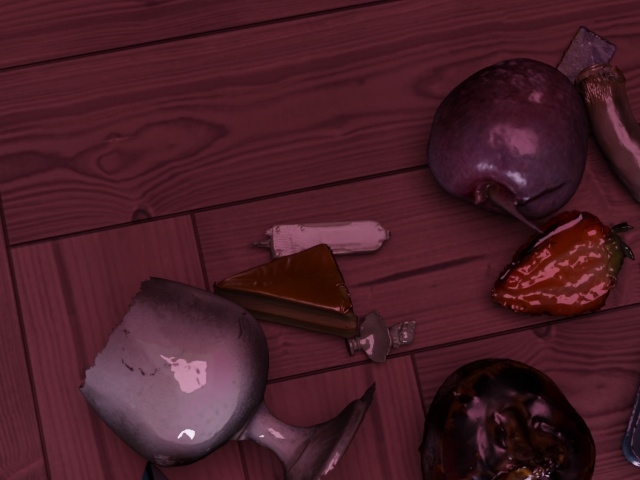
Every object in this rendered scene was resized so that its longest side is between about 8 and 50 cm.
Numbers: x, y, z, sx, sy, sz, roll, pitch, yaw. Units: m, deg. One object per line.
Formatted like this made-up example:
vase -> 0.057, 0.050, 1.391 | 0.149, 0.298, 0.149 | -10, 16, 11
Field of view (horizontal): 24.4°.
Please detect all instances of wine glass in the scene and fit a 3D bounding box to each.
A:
wine glass -> -0.124, 0.193, 1.844 | 0.323, 0.238, 0.238 | 33, 76, -5

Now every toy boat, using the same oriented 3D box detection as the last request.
toy boat -> 0.368, -0.244, 2.092 | 0.063, 0.016, 0.115 | 32, 77, 2

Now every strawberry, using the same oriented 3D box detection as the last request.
strawberry -> 0.327, 0.033, 1.985 | 0.140, 0.085, 0.192 | 37, 97, -10

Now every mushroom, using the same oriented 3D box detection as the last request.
mushroom -> 0.424, -0.143, 2.033 | 0.092, 0.081, 0.223 | -36, 86, 0

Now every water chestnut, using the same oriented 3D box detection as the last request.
water chestnut -> 0.238, 0.261, 1.853 | 0.224, 0.238, 0.223 | 3, 79, -14

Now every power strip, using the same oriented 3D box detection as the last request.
power strip -> 0.000, 0.000, 1.997 | 0.191, 0.030, 0.047 | -4, 78, -5

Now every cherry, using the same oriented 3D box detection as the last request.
cherry -> 0.253, -0.131, 1.971 | 0.213, 0.183, 0.266 | 25, 57, 0

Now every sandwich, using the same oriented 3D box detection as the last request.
sandwich -> -0.046, 0.089, 1.933 | 0.163, 0.079, 0.113 | -18, 60, -9

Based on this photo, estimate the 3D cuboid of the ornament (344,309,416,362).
ornament -> 0.080, 0.129, 1.966 | 0.092, 0.041, 0.068 | 12, 78, -2

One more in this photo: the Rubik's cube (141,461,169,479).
Rubik's cube -> -0.143, 0.429, 1.777 | 0.250, 0.234, 0.284 | 19, 75, 0

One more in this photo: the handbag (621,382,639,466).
handbag -> 0.510, 0.210, 1.947 | 0.179, 0.062, 0.229 | 19, 77, 0
